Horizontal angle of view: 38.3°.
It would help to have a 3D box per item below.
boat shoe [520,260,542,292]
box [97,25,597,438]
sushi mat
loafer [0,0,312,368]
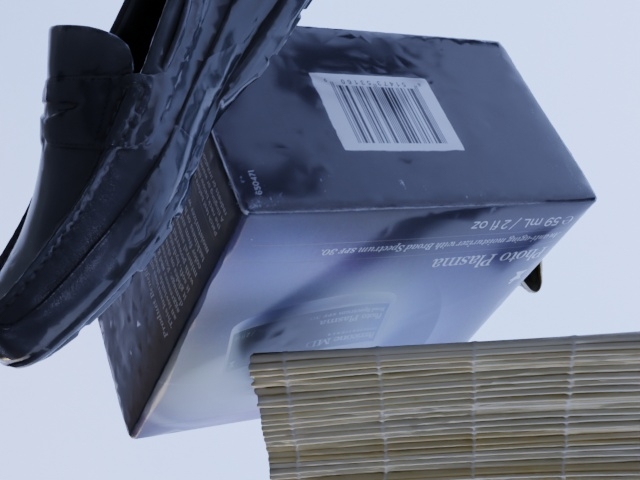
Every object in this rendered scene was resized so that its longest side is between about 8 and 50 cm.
[{"bbox_3d":[0.253,0.024,1.134,0.056,0.153,0.048,-39,-114,-7],"label":"boat shoe"},{"bbox_3d":[0.000,0.000,0.739,0.294,0.296,0.183,-58,-135,45],"label":"box"},{"bbox_3d":[0.112,0.129,0.660,0.316,0.019,0.152,-4,-57,7],"label":"sushi mat"},{"bbox_3d":[-0.082,-0.056,0.376,0.076,0.078,0.223,8,-116,55],"label":"loafer"}]
